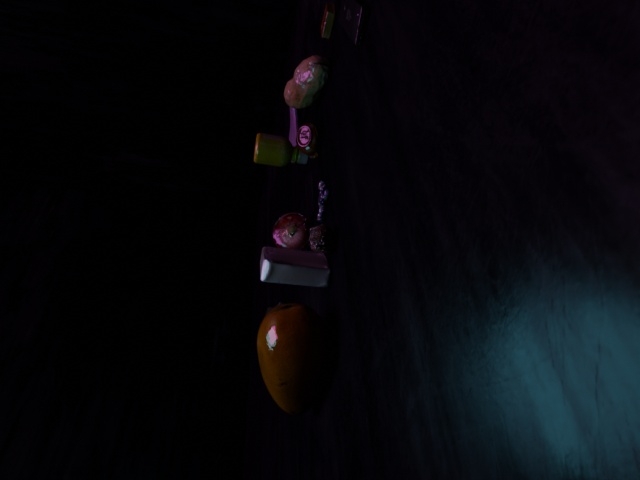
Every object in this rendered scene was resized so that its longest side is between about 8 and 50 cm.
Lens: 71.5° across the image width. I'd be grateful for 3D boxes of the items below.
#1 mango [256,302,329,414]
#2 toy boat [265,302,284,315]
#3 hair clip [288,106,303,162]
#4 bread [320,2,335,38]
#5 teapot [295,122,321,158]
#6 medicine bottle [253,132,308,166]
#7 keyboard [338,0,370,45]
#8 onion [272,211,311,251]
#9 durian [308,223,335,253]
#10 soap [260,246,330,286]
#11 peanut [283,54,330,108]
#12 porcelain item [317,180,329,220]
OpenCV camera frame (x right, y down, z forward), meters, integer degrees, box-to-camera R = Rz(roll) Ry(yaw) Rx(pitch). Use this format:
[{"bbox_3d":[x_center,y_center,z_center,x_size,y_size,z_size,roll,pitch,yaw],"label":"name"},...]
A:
[{"bbox_3d":[-0.072,0.302,1.134,0.211,0.173,0.317,41,135,51],"label":"mango"},{"bbox_3d":[-0.185,0.306,1.882,0.085,0.078,0.260,-61,9,-13],"label":"toy boat"},{"bbox_3d":[-0.116,-0.510,2.048,0.095,0.110,0.358,-37,-32,-45],"label":"hair clip"},{"bbox_3d":[0.027,-0.801,1.618,0.094,0.035,0.090,109,164,-45],"label":"bread"},{"bbox_3d":[-0.035,-0.354,1.580,0.098,0.078,0.129,-23,68,30],"label":"teapot"},{"bbox_3d":[-0.157,-0.357,1.790,0.122,0.213,0.121,-173,90,-78],"label":"medicine bottle"},{"bbox_3d":[0.091,-0.639,1.252,0.317,0.027,0.106,-99,16,-52],"label":"keyboard"},{"bbox_3d":[-0.086,-0.017,1.549,0.140,0.150,0.150,40,-129,-67],"label":"onion"},{"bbox_3d":[0.000,0.000,1.180,0.091,0.080,0.080,-65,-6,-51],"label":"durian"},{"bbox_3d":[-0.071,0.070,1.219,0.121,0.183,0.063,-112,31,-68],"label":"soap"},{"bbox_3d":[-0.050,-0.578,1.640,0.290,0.130,0.130,158,119,-69],"label":"peanut"},{"bbox_3d":[0.012,-0.130,1.341,0.075,0.021,0.136,131,144,-62],"label":"porcelain item"}]
